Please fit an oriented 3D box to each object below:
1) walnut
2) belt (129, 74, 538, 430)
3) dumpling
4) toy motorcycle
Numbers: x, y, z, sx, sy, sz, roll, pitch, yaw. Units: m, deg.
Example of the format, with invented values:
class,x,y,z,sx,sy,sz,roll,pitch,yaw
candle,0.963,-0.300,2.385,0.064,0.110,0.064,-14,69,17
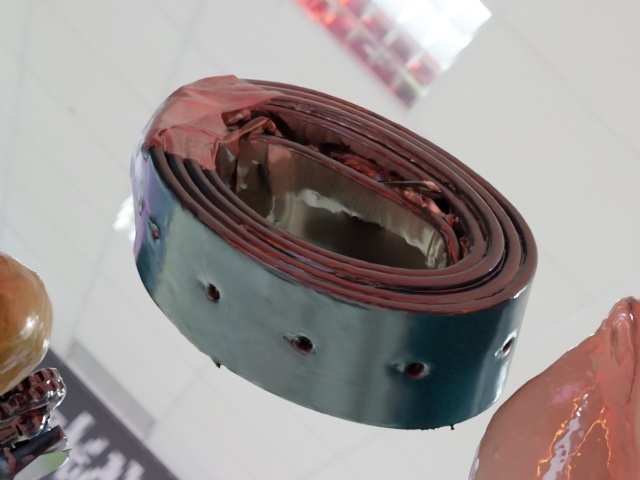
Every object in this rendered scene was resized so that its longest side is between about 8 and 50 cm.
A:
class,x,y,z,sx,sy,sz,roll,pitch,yaw
walnut,-0.464,0.115,1.883,0.203,0.298,0.203,159,-90,-81
belt,0.001,0.000,1.521,0.436,0.300,0.173,31,-53,33
dumpling,0.237,0.239,1.385,0.181,0.341,0.260,-14,-41,26
toy motorcycle,-0.458,0.266,2.119,0.172,0.232,0.416,59,-19,7
